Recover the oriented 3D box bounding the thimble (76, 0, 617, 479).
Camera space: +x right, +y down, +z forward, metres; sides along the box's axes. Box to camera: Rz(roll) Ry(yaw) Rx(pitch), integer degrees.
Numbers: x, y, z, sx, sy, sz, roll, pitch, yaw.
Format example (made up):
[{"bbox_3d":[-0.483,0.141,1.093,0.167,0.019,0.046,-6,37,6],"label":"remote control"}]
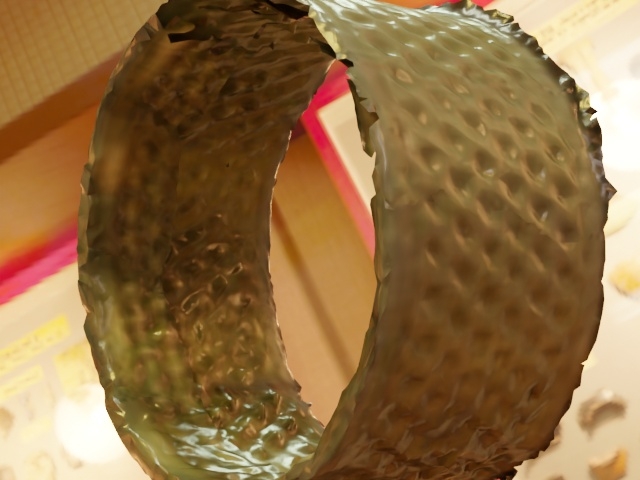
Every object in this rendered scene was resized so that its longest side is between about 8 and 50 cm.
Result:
[{"bbox_3d":[0.000,0.000,0.612,0.150,0.271,0.271,2,-37,-41],"label":"thimble"}]
